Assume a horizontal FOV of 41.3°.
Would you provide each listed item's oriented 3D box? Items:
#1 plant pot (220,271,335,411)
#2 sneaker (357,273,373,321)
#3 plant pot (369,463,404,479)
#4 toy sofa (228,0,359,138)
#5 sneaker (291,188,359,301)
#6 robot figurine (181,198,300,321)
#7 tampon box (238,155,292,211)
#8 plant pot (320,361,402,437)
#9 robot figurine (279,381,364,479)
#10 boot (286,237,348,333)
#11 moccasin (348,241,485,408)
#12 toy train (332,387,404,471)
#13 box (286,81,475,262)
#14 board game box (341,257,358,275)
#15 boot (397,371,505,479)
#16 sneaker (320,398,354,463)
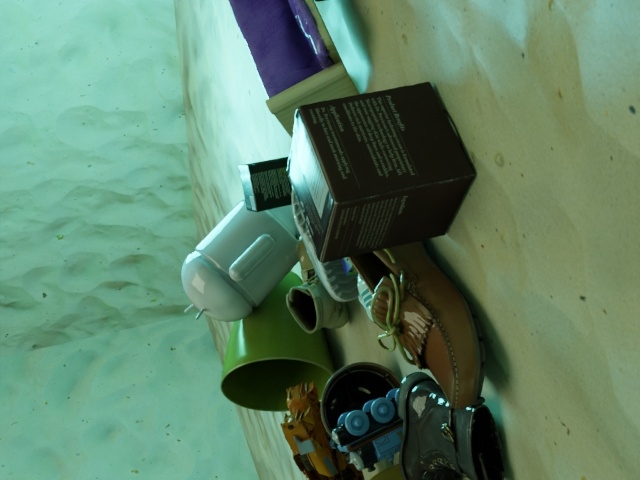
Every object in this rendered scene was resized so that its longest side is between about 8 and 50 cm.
[{"bbox_3d":[-0.104,0.227,2.081,0.275,0.274,0.294,98,171,-52],"label":"plant pot"},{"bbox_3d":[0.102,0.093,1.531,0.161,0.057,0.075,-130,26,-66],"label":"sneaker"},{"bbox_3d":[0.130,0.508,1.702,0.081,0.083,0.081,99,154,-55],"label":"plant pot"},{"bbox_3d":[-0.070,-0.380,1.506,0.177,0.150,0.363,50,-164,-58],"label":"toy sofa"},{"bbox_3d":[0.000,0.000,1.739,0.115,0.105,0.281,127,129,-71],"label":"sneaker"},{"bbox_3d":[-0.182,0.046,1.982,0.200,0.353,0.300,44,169,-4],"label":"robot figurine"},{"bbox_3d":[-0.081,-0.127,1.829,0.120,0.161,0.102,-163,62,-74],"label":"tampon box"},{"bbox_3d":[0.077,0.329,1.635,0.165,0.166,0.167,104,151,-73],"label":"plant pot"},{"bbox_3d":[0.011,0.446,1.739,0.291,0.085,0.211,62,-167,-17],"label":"robot figurine"},{"bbox_3d":[-0.021,0.090,1.788,0.165,0.077,0.213,-1,-110,-65],"label":"boot"},{"bbox_3d":[0.127,0.094,1.265,0.139,0.146,0.380,95,158,-47],"label":"moccasin"},{"bbox_3d":[0.112,0.319,1.444,0.105,0.184,0.080,64,162,8],"label":"toy train"},{"bbox_3d":[0.076,-0.094,1.198,0.167,0.203,0.169,104,151,-59],"label":"box"},{"bbox_3d":[0.044,-0.117,1.603,0.213,0.046,0.317,116,140,-65],"label":"board game box"},{"bbox_3d":[0.204,0.335,1.297,0.229,0.091,0.263,-158,54,-67],"label":"boot"},{"bbox_3d":[0.042,0.434,1.944,0.147,0.129,0.330,55,158,15],"label":"sneaker"}]
